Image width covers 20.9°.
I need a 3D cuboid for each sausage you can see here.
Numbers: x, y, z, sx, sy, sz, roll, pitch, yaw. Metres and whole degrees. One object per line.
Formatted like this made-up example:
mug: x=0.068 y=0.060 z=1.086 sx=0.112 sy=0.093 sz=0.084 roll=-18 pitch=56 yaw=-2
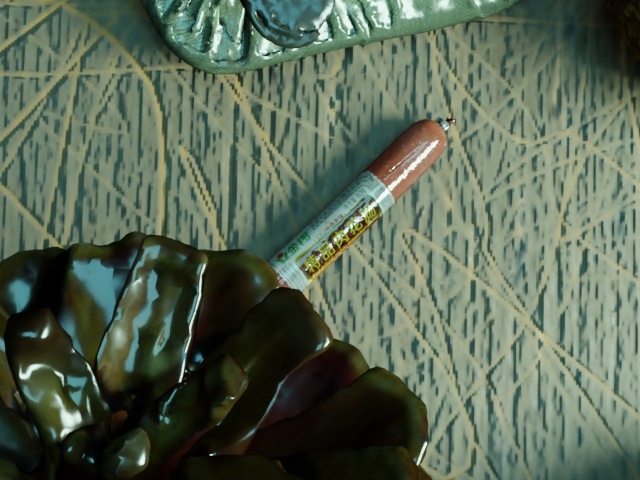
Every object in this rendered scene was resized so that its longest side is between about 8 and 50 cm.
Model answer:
sausage: x=0.000 y=0.000 z=1.170 sx=0.253 sy=0.034 sz=0.034 roll=-44 pitch=92 yaw=-12

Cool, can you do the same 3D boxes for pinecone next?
pinecone: x=-0.103 y=0.175 z=0.942 sx=0.398 sy=0.398 sz=0.398 roll=1 pitch=83 yaw=-9

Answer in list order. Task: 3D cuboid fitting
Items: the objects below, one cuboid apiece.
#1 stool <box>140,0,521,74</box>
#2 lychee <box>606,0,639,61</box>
stool: x=0.024 y=-0.280 z=1.089 sx=0.310 sy=0.226 sz=0.310 roll=-17 pitch=95 yaw=-15
lychee: x=0.294 y=-0.169 z=1.164 sx=0.194 sy=0.194 sz=0.194 roll=1 pitch=83 yaw=-9
